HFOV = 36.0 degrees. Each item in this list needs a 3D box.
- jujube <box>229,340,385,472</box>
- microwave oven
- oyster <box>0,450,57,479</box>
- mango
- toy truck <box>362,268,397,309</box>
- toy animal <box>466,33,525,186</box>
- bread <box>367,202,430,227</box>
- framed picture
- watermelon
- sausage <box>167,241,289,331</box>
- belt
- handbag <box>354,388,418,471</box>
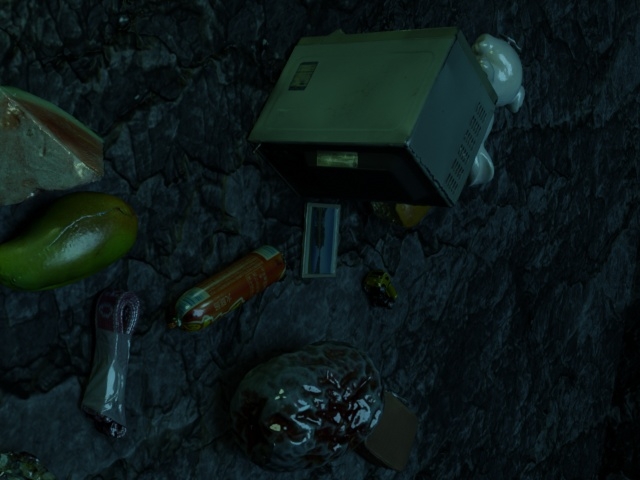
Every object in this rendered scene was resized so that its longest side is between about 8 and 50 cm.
[{"bbox_3d":[-0.024,0.304,1.801,0.317,0.226,0.226,-15,106,-51],"label":"jujube"},{"bbox_3d":[0.099,-0.211,1.780,0.218,0.354,0.286,47,58,-44],"label":"microwave oven"},{"bbox_3d":[-0.491,0.369,1.287,0.351,0.158,0.162,10,52,-64],"label":"oyster"},{"bbox_3d":[-0.366,-0.001,1.419,0.232,0.111,0.125,-20,96,-36],"label":"mango"},{"bbox_3d":[0.128,0.102,2.101,0.054,0.049,0.083,-58,136,-31],"label":"toy truck"},{"bbox_3d":[0.334,-0.299,2.203,0.247,0.182,0.310,46,59,-44],"label":"toy animal"},{"bbox_3d":[0.162,-0.153,2.056,0.174,0.121,0.246,-38,120,-41],"label":"bread"},{"bbox_3d":[0.000,0.000,1.956,0.109,0.011,0.149,1,93,-52],"label":"framed picture"},{"bbox_3d":[-0.374,-0.105,1.370,0.207,0.202,0.136,-2,135,-49],"label":"watermelon"},{"bbox_3d":[-0.168,0.088,1.708,0.264,0.083,0.083,-32,119,-43],"label":"sausage"},{"bbox_3d":[-0.327,0.191,1.534,0.071,0.053,0.232,4,91,-59],"label":"belt"},{"bbox_3d":[0.134,0.404,2.128,0.193,0.072,0.151,46,59,-42],"label":"handbag"}]
